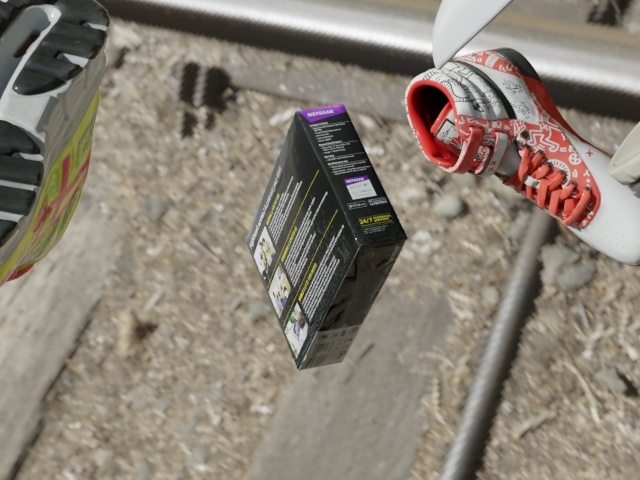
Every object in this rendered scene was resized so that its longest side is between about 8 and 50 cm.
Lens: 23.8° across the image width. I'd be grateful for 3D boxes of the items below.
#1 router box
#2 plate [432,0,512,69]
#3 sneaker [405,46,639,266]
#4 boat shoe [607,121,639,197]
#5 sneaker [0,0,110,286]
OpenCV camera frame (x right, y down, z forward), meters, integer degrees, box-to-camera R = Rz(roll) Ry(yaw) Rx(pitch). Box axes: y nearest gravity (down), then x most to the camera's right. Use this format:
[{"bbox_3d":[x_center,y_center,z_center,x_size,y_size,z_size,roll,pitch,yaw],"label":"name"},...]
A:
[{"bbox_3d":[0.000,0.000,1.199,0.046,0.179,0.133,-10,59,-25],"label":"router box"},{"bbox_3d":[0.195,-0.295,1.198,0.277,0.045,0.278,-44,12,47],"label":"plate"},{"bbox_3d":[0.190,-0.065,1.409,0.270,0.145,0.090,53,137,22],"label":"sneaker"},{"bbox_3d":[0.218,-0.050,0.753,0.075,0.065,0.206,-52,8,-17],"label":"boat shoe"},{"bbox_3d":[-0.133,-0.008,0.578,0.082,0.094,0.208,18,43,10],"label":"sneaker"}]
